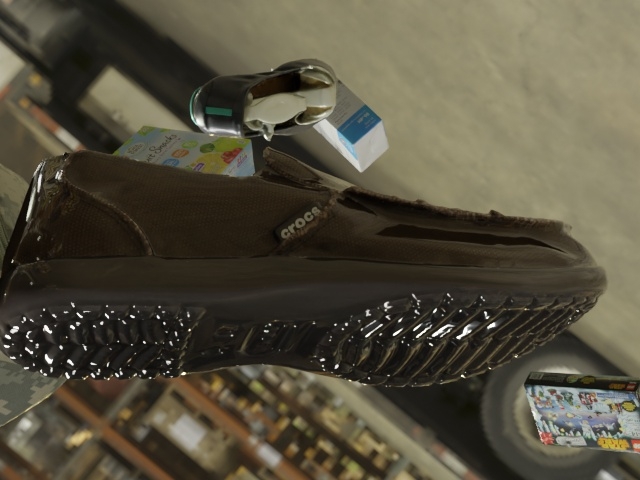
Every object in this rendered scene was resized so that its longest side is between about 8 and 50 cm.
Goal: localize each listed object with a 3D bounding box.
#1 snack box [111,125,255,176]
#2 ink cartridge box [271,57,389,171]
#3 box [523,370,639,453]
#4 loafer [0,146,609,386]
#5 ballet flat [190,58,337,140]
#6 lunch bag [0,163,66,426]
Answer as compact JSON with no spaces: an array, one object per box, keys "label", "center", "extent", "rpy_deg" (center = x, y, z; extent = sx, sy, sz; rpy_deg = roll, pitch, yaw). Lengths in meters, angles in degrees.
[{"label":"snack box","center":[-0.237,-0.111,2.152],"extent":[0.207,0.174,0.070],"rpy_deg":[8,124,20]},{"label":"ink cartridge box","center":[0.015,-0.194,1.927],"extent":[0.180,0.060,0.104],"rpy_deg":[45,173,20]},{"label":"box","center":[0.307,0.195,1.495],"extent":[0.137,0.027,0.094],"rpy_deg":[-1,125,35]},{"label":"loafer","center":[0.000,0.000,0.747],"extent":[0.366,0.130,0.134],"rpy_deg":[4,151,-25]},{"label":"ballet flat","center":[-0.030,-0.128,1.217],"extent":[0.074,0.074,0.203],"rpy_deg":[36,-149,27]},{"label":"lunch bag","center":[-0.351,0.042,0.859],"extent":[0.256,0.305,0.212],"rpy_deg":[48,-166,-56]}]
